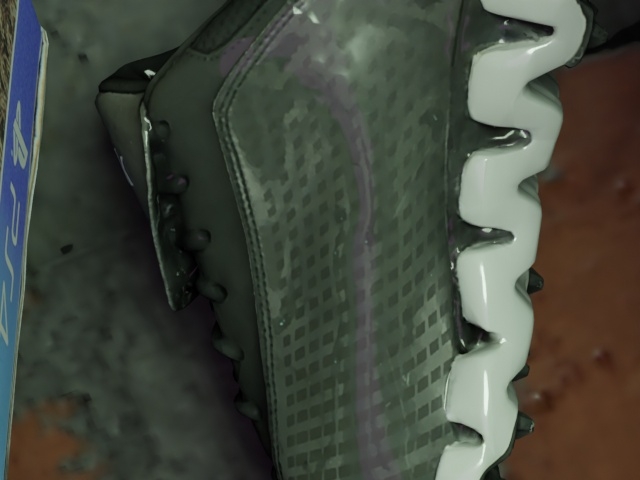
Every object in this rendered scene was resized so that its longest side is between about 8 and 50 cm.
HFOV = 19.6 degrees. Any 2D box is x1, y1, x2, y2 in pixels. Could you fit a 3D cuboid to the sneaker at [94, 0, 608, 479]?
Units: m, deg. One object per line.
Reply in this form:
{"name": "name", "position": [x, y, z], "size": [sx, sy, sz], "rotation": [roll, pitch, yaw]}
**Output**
{"name": "sneaker", "position": [0.000, 0.000, 0.411], "size": [0.106, 0.078, 0.234], "rotation": [11, 103, 3]}

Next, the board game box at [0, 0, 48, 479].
{"name": "board game box", "position": [-0.191, -0.065, 0.291], "size": [0.232, 0.141, 0.291], "rotation": [-4, 145, 4]}
